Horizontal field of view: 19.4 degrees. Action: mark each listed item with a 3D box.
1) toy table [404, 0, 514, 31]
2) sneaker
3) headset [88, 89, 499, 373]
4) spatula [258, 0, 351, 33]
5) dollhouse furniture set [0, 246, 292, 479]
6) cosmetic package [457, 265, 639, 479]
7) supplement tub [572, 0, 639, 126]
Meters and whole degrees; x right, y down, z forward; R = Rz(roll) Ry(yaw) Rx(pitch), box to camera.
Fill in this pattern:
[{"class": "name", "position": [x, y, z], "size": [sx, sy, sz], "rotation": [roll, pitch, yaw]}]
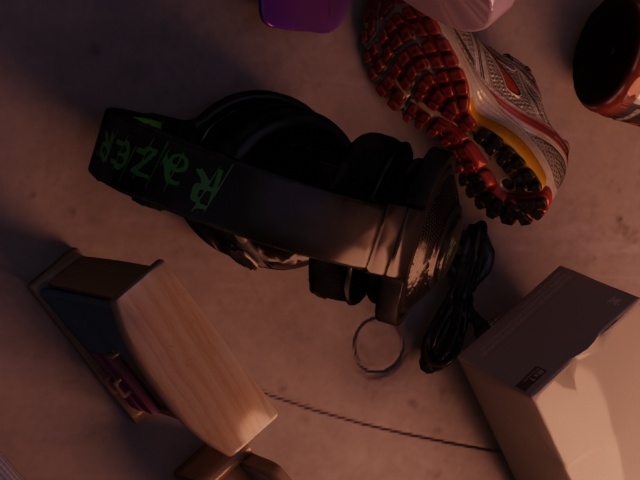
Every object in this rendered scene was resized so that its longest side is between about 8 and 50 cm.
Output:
[{"class": "toy table", "position": [0.085, -0.300, 1.390], "size": [0.161, 0.252, 0.274], "rotation": [-39, 85, -17]}, {"class": "sneaker", "position": [0.116, -0.120, 1.499], "size": [0.225, 0.088, 0.093], "rotation": [54, 45, -13]}, {"class": "headset", "position": [0.000, 0.000, 1.372], "size": [0.394, 0.243, 0.185], "rotation": [9, 100, -49]}, {"class": "spatula", "position": [-0.103, -0.203, 1.412], "size": [0.296, 0.030, 0.084], "rotation": [0, 94, -25]}, {"class": "dollhouse furniture set", "position": [-0.187, 0.192, 1.301], "size": [0.303, 0.198, 0.286], "rotation": [-41, 108, -17]}, {"class": "cosmetic package", "position": [0.218, 0.153, 1.502], "size": [0.127, 0.107, 0.238], "rotation": [-38, 122, -20]}, {"class": "supplement tub", "position": [0.317, -0.134, 1.566], "size": [0.198, 0.106, 0.106], "rotation": [14, 87, -24]}]
